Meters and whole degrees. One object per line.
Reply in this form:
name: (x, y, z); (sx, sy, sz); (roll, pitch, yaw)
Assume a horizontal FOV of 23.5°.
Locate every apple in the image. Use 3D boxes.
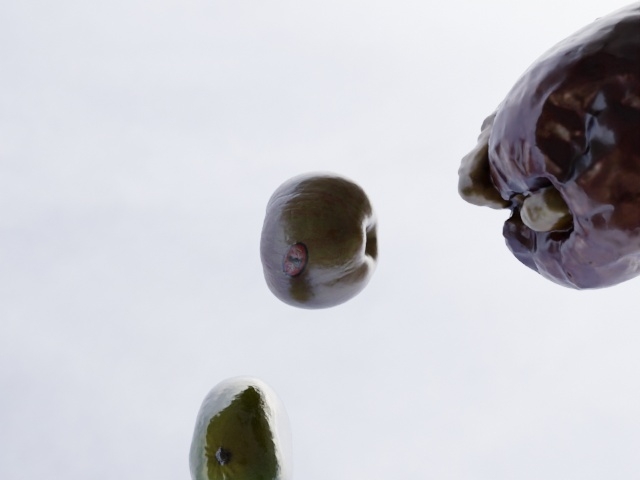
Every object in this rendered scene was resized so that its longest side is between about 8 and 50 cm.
apple: (0.001, 0.000, 1.387); (0.102, 0.126, 0.126); (1, -118, 12)

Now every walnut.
walnut: (0.266, -0.098, 1.413); (0.269, 0.244, 0.222); (-38, -64, -18)

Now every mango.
mango: (-0.069, 0.179, 1.339); (0.085, 0.191, 0.122); (-16, -77, 5)
